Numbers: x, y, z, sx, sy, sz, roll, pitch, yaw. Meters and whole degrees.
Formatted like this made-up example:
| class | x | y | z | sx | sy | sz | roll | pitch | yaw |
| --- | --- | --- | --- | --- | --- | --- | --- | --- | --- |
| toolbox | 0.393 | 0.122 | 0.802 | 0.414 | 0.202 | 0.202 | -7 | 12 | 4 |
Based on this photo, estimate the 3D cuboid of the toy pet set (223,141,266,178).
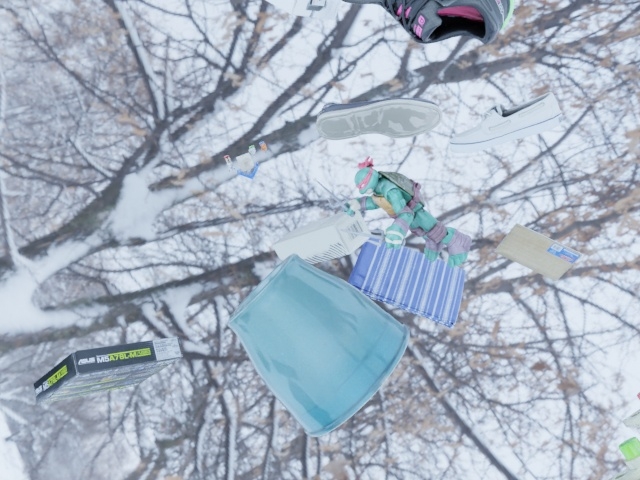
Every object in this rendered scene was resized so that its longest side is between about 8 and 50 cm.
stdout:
| class | x | y | z | sx | sy | sz | roll | pitch | yaw |
| --- | --- | --- | --- | --- | --- | --- | --- | --- | --- |
| toy pet set | -0.196 | -0.214 | 1.706 | 0.114 | 0.122 | 0.065 | -121 | -170 | -68 |

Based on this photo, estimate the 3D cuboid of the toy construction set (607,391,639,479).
| class | x | y | z | sx | sy | sz | roll | pitch | yaw |
| --- | --- | --- | --- | --- | --- | --- | --- | --- | --- |
| toy construction set | 0.511 | 0.348 | 0.808 | 0.327 | 0.215 | 0.151 | 59 | 5 | 32 |

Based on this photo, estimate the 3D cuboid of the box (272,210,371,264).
| class | x | y | z | sx | sy | sz | roll | pitch | yaw |
| --- | --- | --- | --- | --- | --- | --- | --- | --- | --- |
| box | 0.000 | 0.000 | 1.700 | 0.275 | 0.113 | 0.094 | -18 | -75 | 50 |

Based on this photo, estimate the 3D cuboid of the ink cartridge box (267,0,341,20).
| class | x | y | z | sx | sy | sz | roll | pitch | yaw |
| --- | --- | --- | --- | --- | --- | --- | --- | --- | --- |
| ink cartridge box | -0.038 | -0.477 | 1.201 | 0.099 | 0.135 | 0.056 | 38 | -58 | 27 |

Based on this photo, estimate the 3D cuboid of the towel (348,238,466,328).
| class | x | y | z | sx | sy | sz | roll | pitch | yaw |
| --- | --- | --- | --- | --- | --- | --- | --- | --- | --- |
| towel | 0.265 | 0.120 | 1.877 | 0.336 | 0.243 | 0.040 | 20 | -43 | 4 |

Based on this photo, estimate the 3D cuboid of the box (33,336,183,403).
| class | x | y | z | sx | sy | sz | roll | pitch | yaw |
| --- | --- | --- | --- | --- | --- | --- | --- | --- | --- |
| box | -0.364 | 0.223 | 1.062 | 0.184 | 0.191 | 0.045 | -32 | -111 | 42 |

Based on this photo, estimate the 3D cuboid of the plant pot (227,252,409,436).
| class | x | y | z | sx | sy | sz | roll | pitch | yaw |
| --- | --- | --- | --- | --- | --- | --- | --- | --- | --- |
| plant pot | -0.021 | 0.170 | 1.142 | 0.255 | 0.271 | 0.272 | 45 | -29 | -4 |

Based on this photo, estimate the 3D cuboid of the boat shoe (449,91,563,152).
| class | x | y | z | sx | sy | sz | roll | pitch | yaw |
| --- | --- | --- | --- | --- | --- | --- | --- | --- | --- |
| boat shoe | 0.427 | -0.279 | 1.464 | 0.268 | 0.096 | 0.088 | -11 | -67 | 35 |

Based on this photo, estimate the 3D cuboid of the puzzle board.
| class | x | y | z | sx | sy | sz | roll | pitch | yaw |
| --- | --- | --- | --- | --- | --- | --- | --- | --- | --- |
| puzzle board | 0.400 | 0.021 | 1.139 | 0.128 | 0.011 | 0.096 | 26 | -34 | 5 |

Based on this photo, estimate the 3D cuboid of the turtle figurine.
| class | x | y | z | sx | sy | sz | roll | pitch | yaw |
| --- | --- | --- | --- | --- | --- | --- | --- | --- | --- |
| turtle figurine | 0.114 | -0.043 | 0.951 | 0.118 | 0.234 | 0.175 | -55 | -160 | 13 |

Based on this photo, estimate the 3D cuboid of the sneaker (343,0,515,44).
| class | x | y | z | sx | sy | sz | roll | pitch | yaw |
| --- | --- | --- | --- | --- | --- | --- | --- | --- | --- |
| sneaker | 0.256 | -0.630 | 1.601 | 0.483 | 0.202 | 0.185 | 13 | -21 | 10 |

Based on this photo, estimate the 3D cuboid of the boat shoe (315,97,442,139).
| class | x | y | z | sx | sy | sz | roll | pitch | yaw |
| --- | --- | --- | --- | --- | --- | --- | --- | --- | --- |
| boat shoe | 0.095 | -0.212 | 1.016 | 0.075 | 0.206 | 0.065 | 74 | 18 | -46 |
